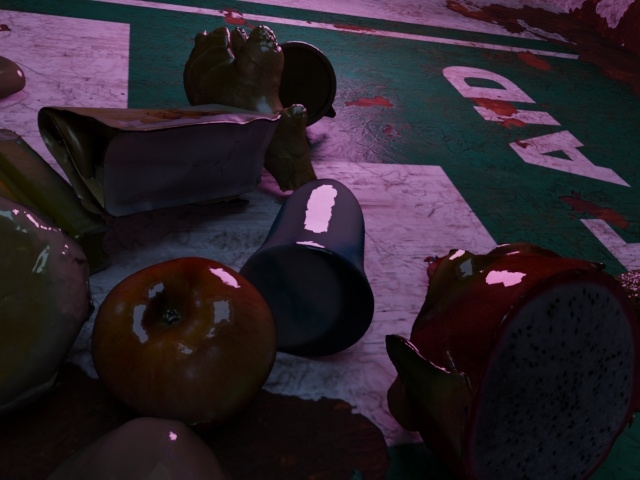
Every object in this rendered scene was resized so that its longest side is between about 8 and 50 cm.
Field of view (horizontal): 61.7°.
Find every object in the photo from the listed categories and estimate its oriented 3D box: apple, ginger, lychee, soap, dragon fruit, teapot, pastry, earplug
[{"bbox_3d":[-0.153,0.116,0.616,0.210,0.164,0.209,1,52,-1],"label":"apple"},{"bbox_3d":[-0.113,-0.267,1.034,0.376,0.236,0.166,35,11,7],"label":"ginger"},{"bbox_3d":[0.566,0.103,0.918,0.114,0.114,0.146,-1,22,-19],"label":"lychee"},{"bbox_3d":[-0.474,-0.042,0.779,0.315,0.091,0.199,36,42,25],"label":"soap"},{"bbox_3d":[0.209,0.143,0.650,0.306,0.305,0.226,-7,15,-25],"label":"dragon fruit"},{"bbox_3d":[-0.076,-0.352,1.216,0.268,0.185,0.175,29,3,-12],"label":"teapot"},{"bbox_3d":[-0.377,0.064,0.569,0.265,0.264,0.133,4,-4,-13],"label":"pastry"},{"bbox_3d":[0.000,0.000,0.824,0.185,0.184,0.324,15,33,0],"label":"earplug"}]

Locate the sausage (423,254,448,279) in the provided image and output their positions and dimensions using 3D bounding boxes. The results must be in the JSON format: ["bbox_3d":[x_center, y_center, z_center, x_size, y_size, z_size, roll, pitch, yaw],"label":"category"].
[{"bbox_3d":[0.265,0.106,0.847,0.074,0.074,0.274,-19,50,-35],"label":"sausage"}]

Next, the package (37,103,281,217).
[{"bbox_3d":[-0.242,-0.128,0.859,0.222,0.164,0.311,18,22,33],"label":"package"}]

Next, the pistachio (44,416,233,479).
[{"bbox_3d":[-0.142,0.277,0.430,0.198,0.166,0.288,5,38,-29],"label":"pistachio"}]

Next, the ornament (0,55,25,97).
[{"bbox_3d":[-0.692,-0.299,1.042,0.245,0.061,0.230,28,42,21],"label":"ornament"}]
